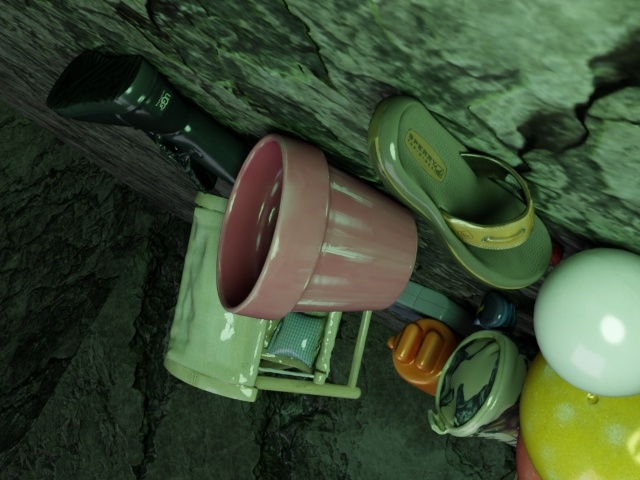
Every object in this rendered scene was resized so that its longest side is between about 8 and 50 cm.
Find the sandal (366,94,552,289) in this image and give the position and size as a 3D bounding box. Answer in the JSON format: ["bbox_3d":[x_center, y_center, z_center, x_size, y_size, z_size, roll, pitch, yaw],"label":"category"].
[{"bbox_3d":[0.122,-0.034,0.526,0.060,0.089,0.219,-11,138,44],"label":"sandal"}]

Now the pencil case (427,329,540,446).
[{"bbox_3d":[0.360,0.265,1.037,0.411,0.183,0.160,23,-176,-19],"label":"pencil case"}]

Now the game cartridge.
[{"bbox_3d":[0.202,0.132,1.450,0.198,0.062,0.297,38,169,-33],"label":"game cartridge"}]

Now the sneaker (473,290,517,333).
[{"bbox_3d":[0.267,0.110,1.041,0.059,0.053,0.144,22,177,8],"label":"sneaker"}]

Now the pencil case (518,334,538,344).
[{"bbox_3d":[0.425,0.252,1.235,0.209,0.098,0.095,24,172,29],"label":"pencil case"}]

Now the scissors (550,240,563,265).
[{"bbox_3d":[0.178,0.006,0.777,0.109,0.021,0.297,26,174,2],"label":"scissors"}]

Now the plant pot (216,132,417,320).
[{"bbox_3d":[0.000,0.000,0.790,0.180,0.201,0.201,15,179,-23],"label":"plant pot"}]

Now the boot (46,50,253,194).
[{"bbox_3d":[-0.220,-0.147,0.913,0.247,0.094,0.207,13,160,45],"label":"boot"}]

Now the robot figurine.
[{"bbox_3d":[0.216,0.224,1.319,0.158,0.128,0.219,-21,150,19],"label":"robot figurine"}]

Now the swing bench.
[{"bbox_3d":[-0.061,0.079,0.986,0.255,0.253,0.165,7,-173,-36],"label":"swing bench"}]

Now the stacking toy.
[{"bbox_3d":[0.300,0.188,0.672,0.351,0.350,0.479,22,155,47],"label":"stacking toy"}]
